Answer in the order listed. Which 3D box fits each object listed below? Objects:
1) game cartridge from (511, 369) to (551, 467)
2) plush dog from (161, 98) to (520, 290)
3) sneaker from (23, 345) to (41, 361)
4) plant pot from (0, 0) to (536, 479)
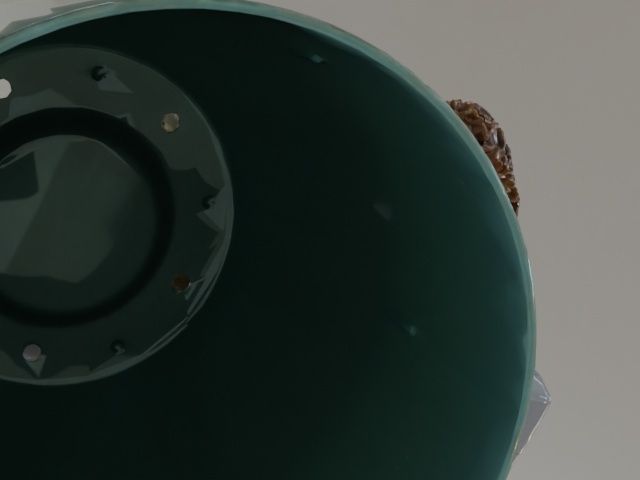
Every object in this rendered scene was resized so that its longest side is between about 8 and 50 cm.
[{"bbox_3d":[0.030,0.191,1.197,0.297,0.198,0.062,-52,-131,27],"label":"game cartridge"},{"bbox_3d":[0.000,0.000,0.953,0.225,0.210,0.262,23,-72,1],"label":"plush dog"},{"bbox_3d":[-0.098,0.060,1.211,0.236,0.323,0.130,-2,-98,17],"label":"sneaker"},{"bbox_3d":[-0.091,0.024,0.680,0.293,0.235,0.293,-6,-71,-19],"label":"plant pot"}]
